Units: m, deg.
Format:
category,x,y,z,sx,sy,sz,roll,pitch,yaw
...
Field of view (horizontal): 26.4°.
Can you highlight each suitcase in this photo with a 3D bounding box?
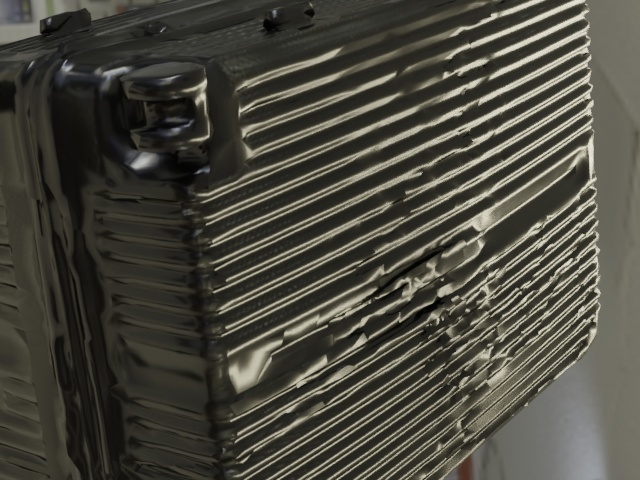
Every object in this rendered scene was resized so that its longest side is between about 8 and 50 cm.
category,x,y,z,sx,sy,sz,roll,pitch,yaw
suitcase,0.000,0.000,0.600,0.335,0.152,0.229,-28,119,-50
